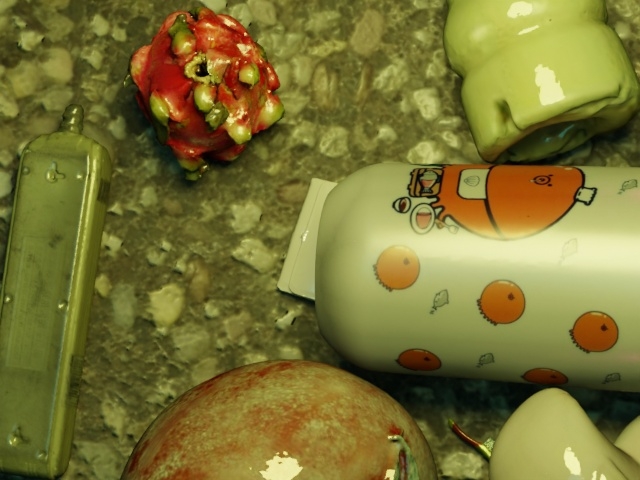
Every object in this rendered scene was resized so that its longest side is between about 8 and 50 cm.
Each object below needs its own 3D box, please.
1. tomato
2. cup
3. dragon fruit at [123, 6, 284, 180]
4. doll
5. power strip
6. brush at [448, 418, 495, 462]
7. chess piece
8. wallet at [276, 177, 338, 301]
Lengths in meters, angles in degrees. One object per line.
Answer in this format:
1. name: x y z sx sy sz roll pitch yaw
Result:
1. tomato: -0.035 0.266 1.765 0.282 0.316 0.317 23 85 41
2. cup: 0.162 0.033 1.822 0.317 0.212 0.212 2 81 10
3. dragon fruit: -0.118 -0.149 1.912 0.160 0.172 0.167 -1 82 9
4. doll: 0.288 0.226 1.785 0.221 0.221 0.251 -45 104 0
5. power strip: -0.280 0.050 1.965 0.092 0.066 0.388 7 85 11
6. brush: 0.160 0.202 1.892 0.083 0.019 0.021 43 80 12
7. chess piece: 0.163 -0.302 1.852 0.234 0.234 0.442 -19 77 6
8. wallet: 0.000 0.000 1.946 0.061 0.025 0.122 16 84 18
